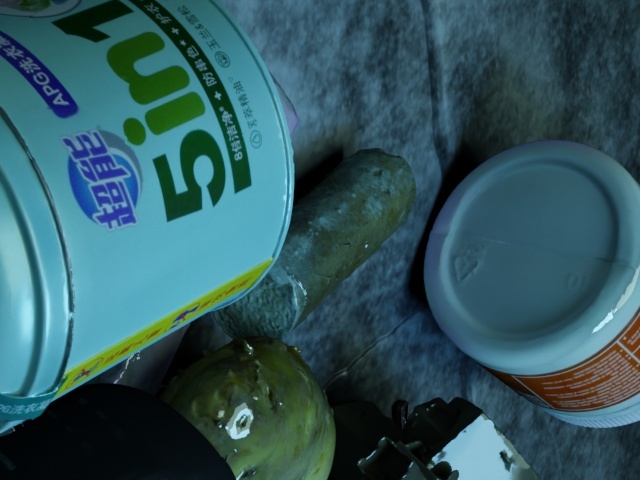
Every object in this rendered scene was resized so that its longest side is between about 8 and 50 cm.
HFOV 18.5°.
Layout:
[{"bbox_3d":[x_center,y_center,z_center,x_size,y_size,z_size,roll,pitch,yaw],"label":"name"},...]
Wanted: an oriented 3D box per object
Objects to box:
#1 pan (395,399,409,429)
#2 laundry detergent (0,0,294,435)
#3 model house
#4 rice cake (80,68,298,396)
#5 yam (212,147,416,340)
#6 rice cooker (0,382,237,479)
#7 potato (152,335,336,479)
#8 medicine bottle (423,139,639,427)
[{"bbox_3d":[0.102,0.271,2.113,0.115,0.040,0.212,-31,126,-53],"label":"pan"},{"bbox_3d":[-0.219,-0.027,1.340,0.305,0.287,0.287,-30,124,-48],"label":"laundry detergent"},{"bbox_3d":[0.076,0.236,1.900,0.211,0.204,0.243,-44,152,-5],"label":"model house"},{"bbox_3d":[-0.117,0.006,1.701,0.072,0.056,0.365,49,61,-48],"label":"rice cake"},{"bbox_3d":[0.000,0.000,1.816,0.259,0.093,0.093,-42,133,-50],"label":"yam"},{"bbox_3d":[-0.180,0.248,1.507,0.224,0.267,0.267,-21,119,-29],"label":"rice cooker"},{"bbox_3d":[-0.074,0.178,1.715,0.191,0.141,0.296,-54,163,-16],"label":"potato"},{"bbox_3d":[0.266,0.049,2.083,0.241,0.253,0.252,38,70,-52],"label":"medicine bottle"}]
